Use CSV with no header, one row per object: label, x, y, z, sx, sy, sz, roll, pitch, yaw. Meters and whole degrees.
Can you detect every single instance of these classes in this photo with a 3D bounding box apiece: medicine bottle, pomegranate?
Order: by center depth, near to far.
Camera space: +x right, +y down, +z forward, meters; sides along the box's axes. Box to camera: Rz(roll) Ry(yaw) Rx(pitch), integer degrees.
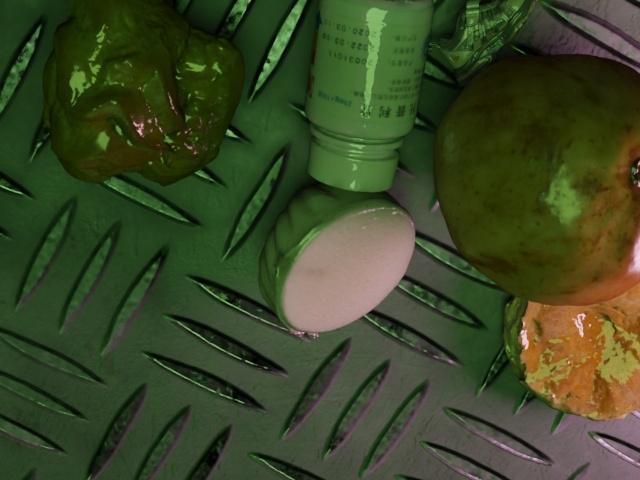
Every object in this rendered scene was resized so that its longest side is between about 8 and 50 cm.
pomegranate,0.327,-0.088,1.826,0.410,0.410,0.410,0,113,0
medicine bottle,0.063,-0.228,1.848,0.170,0.170,0.293,8,113,-4

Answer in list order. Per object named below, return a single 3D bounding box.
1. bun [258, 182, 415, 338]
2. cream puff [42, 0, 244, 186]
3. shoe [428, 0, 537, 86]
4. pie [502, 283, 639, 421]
bun,0.000,0.000,1.961,0.263,0.175,0.263,-24,141,-22
cream puff,-0.254,-0.215,1.802,0.270,0.274,0.323,16,116,3
shoe,0.240,-0.318,1.862,0.092,0.089,0.180,39,106,-3
pie,0.464,0.149,2.060,0.339,0.083,0.339,-1,115,-2
